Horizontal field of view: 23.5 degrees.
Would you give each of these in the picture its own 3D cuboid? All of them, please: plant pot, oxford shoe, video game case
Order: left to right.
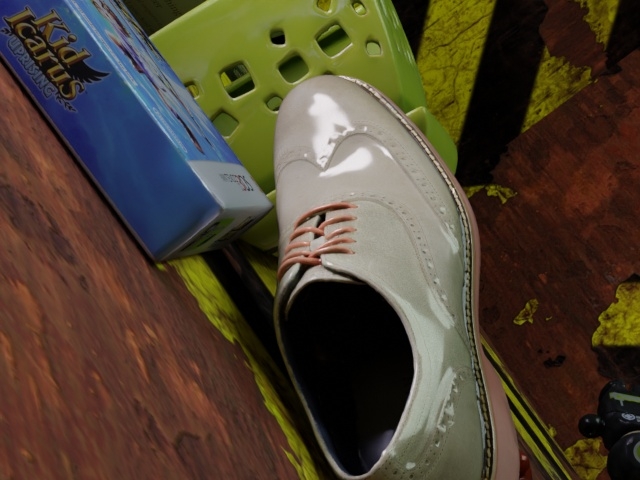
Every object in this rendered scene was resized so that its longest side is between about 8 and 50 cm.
[{"bbox_3d":[-0.146,-0.112,1.056,0.269,0.061,0.244,53,5,2],"label":"video game case"},{"bbox_3d":[-0.009,-0.108,1.361,0.207,0.228,0.227,62,7,12],"label":"plant pot"},{"bbox_3d":[0.032,0.018,1.080,0.146,0.140,0.397,38,27,-49],"label":"oxford shoe"}]

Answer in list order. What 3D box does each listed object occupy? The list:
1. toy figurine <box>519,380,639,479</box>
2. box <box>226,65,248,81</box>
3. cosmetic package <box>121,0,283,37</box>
[{"bbox_3d":[0.268,0.262,1.420,0.209,0.213,0.148,54,15,-16],"label":"toy figurine"},{"bbox_3d":[-0.143,-0.307,2.286,0.220,0.051,0.175,55,6,9],"label":"box"},{"bbox_3d":[-0.113,-0.286,1.500,0.151,0.184,0.151,47,43,-42],"label":"cosmetic package"}]
